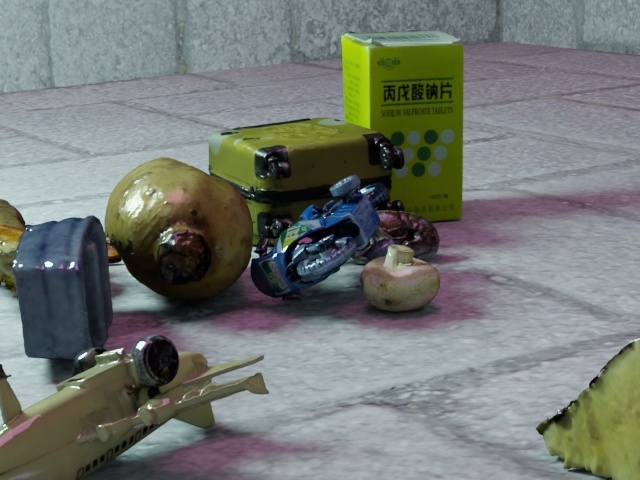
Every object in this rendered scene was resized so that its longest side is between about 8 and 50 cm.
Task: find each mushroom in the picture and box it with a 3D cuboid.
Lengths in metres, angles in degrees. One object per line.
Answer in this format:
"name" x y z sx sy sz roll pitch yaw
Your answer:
"mushroom" 0.083 0.039 1.587 0.083 0.067 0.083 4 13 -1

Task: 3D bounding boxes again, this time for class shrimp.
"shrimp" -0.244 0.006 1.882 0.127 0.025 0.091 -14 17 -28
"shrimp" 0.058 -0.002 1.798 0.165 0.065 0.056 -8 -19 -2

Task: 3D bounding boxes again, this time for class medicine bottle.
"medicine bottle" 0.106 -0.153 2.023 0.137 0.250 0.141 -4 15 -12

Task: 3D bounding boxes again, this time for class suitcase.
"suitcase" -0.024 -0.068 1.910 0.194 0.143 0.235 -9 15 -24

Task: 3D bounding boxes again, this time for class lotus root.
"lotus root" -0.156 -0.014 1.671 0.160 0.146 0.284 5 12 -9

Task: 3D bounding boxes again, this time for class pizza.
"pizza" -0.321 0.028 1.717 0.147 0.069 0.226 10 5 -21

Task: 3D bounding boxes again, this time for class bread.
"bread" 0.319 0.115 1.152 0.266 0.178 0.142 -13 48 -30

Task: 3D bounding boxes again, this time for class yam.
"yam" -0.399 -0.011 1.934 0.057 0.057 0.241 -6 15 -15

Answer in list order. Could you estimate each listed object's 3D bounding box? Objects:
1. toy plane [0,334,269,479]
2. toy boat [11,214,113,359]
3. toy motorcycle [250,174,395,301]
"toy plane" -0.166 0.132 1.180 0.242 0.104 0.256 -11 -2 40
"toy boat" -0.246 0.040 1.511 0.078 0.127 0.283 -8 11 -3
"toy motorcycle" 0.000 0.000 1.653 0.135 0.092 0.254 -26 11 21
